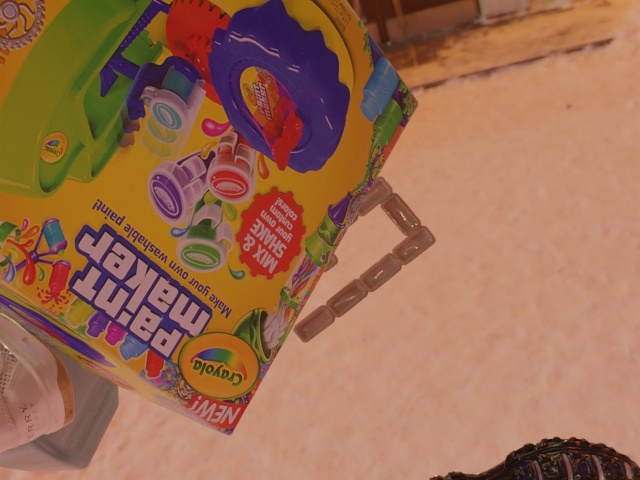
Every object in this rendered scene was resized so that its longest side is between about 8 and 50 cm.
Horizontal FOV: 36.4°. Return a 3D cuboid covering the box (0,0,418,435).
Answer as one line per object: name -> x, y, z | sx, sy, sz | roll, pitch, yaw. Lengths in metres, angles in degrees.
box -> -0.127, -0.077, 0.625 | 0.177, 0.290, 0.279 | 14, 67, 43

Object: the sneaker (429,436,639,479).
sneaker -> 0.216, 0.292, 1.042 | 0.271, 0.108, 0.100 | -19, 24, 14

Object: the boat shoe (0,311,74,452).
boat shoe -> -0.321, 0.083, 0.797 | 0.277, 0.098, 0.096 | 26, 37, 33

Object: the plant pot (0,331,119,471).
plant pot -> -0.495, 0.270, 1.680 | 0.247, 0.252, 0.248 | -11, 40, 33

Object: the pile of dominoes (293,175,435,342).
pile of dominoes -> 0.000, 0.000, 1.323 | 0.251, 0.196, 0.040 | -39, 6, 11
